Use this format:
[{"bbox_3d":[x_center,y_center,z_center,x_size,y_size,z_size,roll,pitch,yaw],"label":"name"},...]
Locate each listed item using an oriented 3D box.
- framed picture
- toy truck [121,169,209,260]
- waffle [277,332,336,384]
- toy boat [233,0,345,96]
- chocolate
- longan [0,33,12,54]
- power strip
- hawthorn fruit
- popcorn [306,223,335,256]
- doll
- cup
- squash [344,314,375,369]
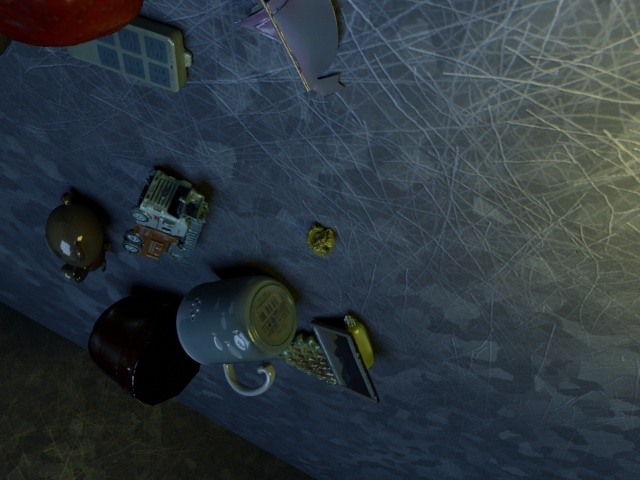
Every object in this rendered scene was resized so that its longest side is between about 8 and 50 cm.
[{"bbox_3d":[0.075,0.372,1.538,0.192,0.018,0.265,4,122,53],"label":"framed picture"},{"bbox_3d":[-0.393,-0.052,1.300,0.185,0.132,0.338,23,149,-16],"label":"toy truck"},{"bbox_3d":[-0.005,0.419,1.747,0.309,0.056,0.292,31,145,-11],"label":"waffle"},{"bbox_3d":[-0.038,-0.351,0.750,0.318,0.071,0.219,41,145,-28],"label":"toy boat"},{"bbox_3d":[-0.666,0.380,1.863,0.332,0.383,0.383,20,147,28],"label":"chocolate"},{"bbox_3d":[-0.675,-0.432,0.917,0.213,0.197,0.198,21,147,-17],"label":"longan"},{"bbox_3d":[-0.372,-0.371,0.937,0.271,0.046,0.118,21,145,7],"label":"power strip"},{"bbox_3d":[-0.396,-0.395,0.677,0.287,0.330,0.287,23,140,21],"label":"hawthorn fruit"},{"bbox_3d":[-0.003,0.002,1.196,0.068,0.059,0.083,-14,121,42],"label":"popcorn"},{"bbox_3d":[-0.751,0.010,1.554,0.174,0.234,0.330,-13,163,-22],"label":"doll"},{"bbox_3d":[-0.221,0.280,1.460,0.275,0.260,0.356,-14,89,38],"label":"cup"},{"bbox_3d":[0.105,0.299,1.513,0.095,0.094,0.224,6,135,24],"label":"squash"}]
